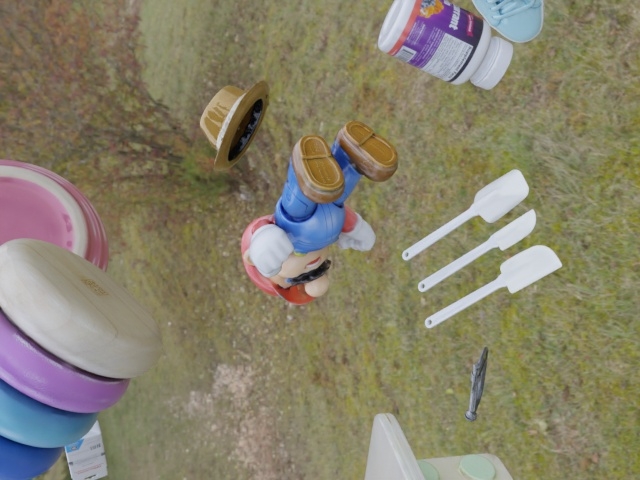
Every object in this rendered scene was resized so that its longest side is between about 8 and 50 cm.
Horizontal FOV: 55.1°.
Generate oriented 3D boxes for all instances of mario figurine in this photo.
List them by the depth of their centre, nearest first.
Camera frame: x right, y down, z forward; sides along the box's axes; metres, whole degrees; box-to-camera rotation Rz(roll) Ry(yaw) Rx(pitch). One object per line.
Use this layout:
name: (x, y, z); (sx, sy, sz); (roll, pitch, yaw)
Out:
mario figurine: (0.000, 0.000, 0.806); (0.320, 0.198, 0.170); (121, 155, -56)

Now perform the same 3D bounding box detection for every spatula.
spatula: (0.228, 0.020, 0.922); (0.242, 0.019, 0.168); (-38, 58, 39)

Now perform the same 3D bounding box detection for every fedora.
fedora: (-0.168, -0.222, 1.137); (0.079, 0.194, 0.194); (32, 120, 4)

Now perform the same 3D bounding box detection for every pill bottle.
pill bottle: (0.198, -0.312, 0.965); (0.108, 0.193, 0.108); (-159, 90, -78)

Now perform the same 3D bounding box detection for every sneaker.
sneaker: (0.335, -0.517, 1.201); (0.135, 0.366, 0.150); (-18, 40, 35)

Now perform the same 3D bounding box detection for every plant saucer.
plant saucer: (-0.515, 0.005, 0.998); (0.084, 0.332, 0.332); (-43, 52, 54)

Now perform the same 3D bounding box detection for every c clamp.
c clamp: (0.277, 0.264, 1.100); (0.022, 0.137, 0.161); (11, 133, 21)

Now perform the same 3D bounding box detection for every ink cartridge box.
ink cartridge box: (-0.325, 0.295, 0.849); (0.028, 0.048, 0.083); (44, 138, 50)

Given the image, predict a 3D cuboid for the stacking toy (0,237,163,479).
stacking toy: (-0.272, 0.162, 0.456); (0.330, 0.141, 0.141); (-50, 41, 0)

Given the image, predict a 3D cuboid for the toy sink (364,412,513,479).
toy sink: (0.115, 0.279, 0.524); (0.153, 0.131, 0.234); (-119, 30, -64)
